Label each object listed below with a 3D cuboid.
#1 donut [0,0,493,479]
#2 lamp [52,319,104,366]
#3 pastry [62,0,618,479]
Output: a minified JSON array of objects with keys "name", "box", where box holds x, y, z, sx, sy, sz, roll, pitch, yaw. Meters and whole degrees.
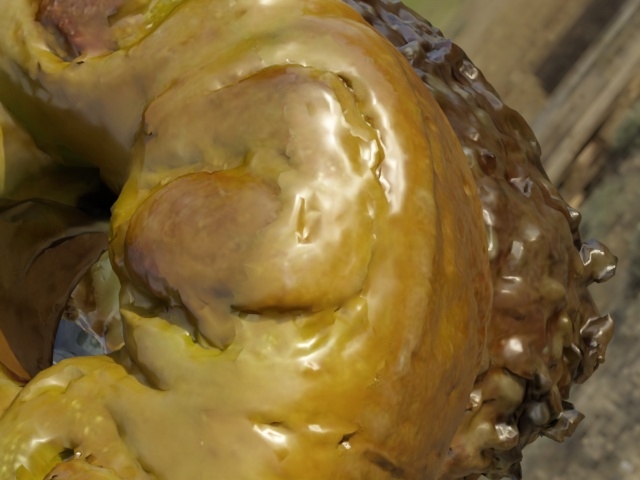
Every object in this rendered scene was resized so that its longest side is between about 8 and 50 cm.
[{"name":"donut","box":[-0.063,0.015,0.476,0.226,0.226,0.114,-53,-34,-1]},{"name":"lamp","box":[-0.232,0.141,1.581,0.227,0.147,0.172,-47,-5,-34]},{"name":"pastry","box":[-0.003,-0.012,1.154,0.292,0.405,0.337,-55,-2,33]}]
